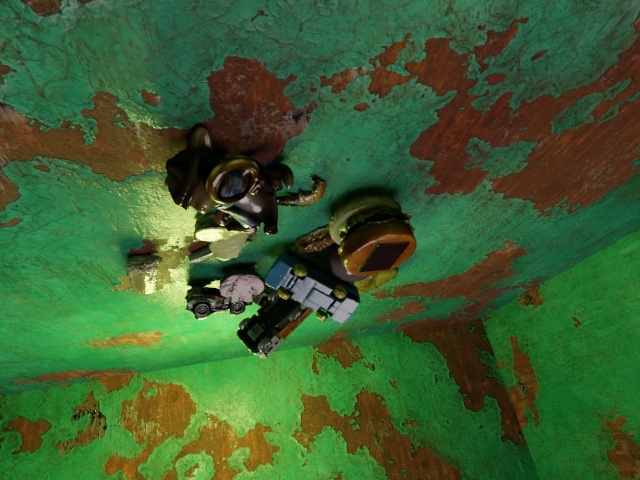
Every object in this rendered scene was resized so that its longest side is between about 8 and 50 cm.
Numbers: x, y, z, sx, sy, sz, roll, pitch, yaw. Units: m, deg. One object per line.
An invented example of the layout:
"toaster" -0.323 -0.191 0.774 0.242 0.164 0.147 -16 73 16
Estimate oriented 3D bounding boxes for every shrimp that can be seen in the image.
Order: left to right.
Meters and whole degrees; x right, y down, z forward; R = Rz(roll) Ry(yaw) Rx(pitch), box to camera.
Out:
"shrimp" -0.069 -0.150 1.267 0.195 0.035 0.148 -7 158 -27

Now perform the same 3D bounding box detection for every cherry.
"cherry" 0.139 0.075 1.657 0.213 0.184 0.266 -12 150 5

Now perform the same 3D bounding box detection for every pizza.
"pizza" 0.000 0.002 1.594 0.246 0.058 0.127 -21 153 13

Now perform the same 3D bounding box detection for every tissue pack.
"tissue pack" -0.260 0.270 1.968 0.090 0.103 0.170 -55 143 3

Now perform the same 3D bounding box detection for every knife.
"knife" -0.367 0.031 1.513 0.265 0.041 0.073 -20 155 18

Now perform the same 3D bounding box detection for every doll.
"doll" -0.229 -0.121 1.061 0.317 0.209 0.339 -31 147 29

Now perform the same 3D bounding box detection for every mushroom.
"mushroom" -0.331 0.179 1.740 0.188 0.117 0.141 2 126 -9

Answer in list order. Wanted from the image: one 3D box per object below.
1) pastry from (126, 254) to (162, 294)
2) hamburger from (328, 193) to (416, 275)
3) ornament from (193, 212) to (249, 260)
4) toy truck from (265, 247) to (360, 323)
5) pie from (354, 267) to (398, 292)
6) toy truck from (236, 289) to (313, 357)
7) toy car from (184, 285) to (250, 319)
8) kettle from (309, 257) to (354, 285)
"pastry" -0.674 0.134 1.549 0.121 0.089 0.258 12 145 -19
"hamburger" 0.172 -0.027 1.404 0.290 0.225 0.291 -11 147 -7
"ornament" -0.312 -0.015 1.376 0.180 0.059 0.201 -15 144 9
"toy truck" -0.031 0.186 1.658 0.384 0.162 0.161 29 113 -12
"pie" 0.256 0.183 2.069 0.306 0.071 0.306 -13 155 -6
"toy truck" -0.186 0.363 1.897 0.387 0.173 0.207 -42 152 -15
"toy car" -0.448 0.255 1.825 0.300 0.118 0.193 -4 -165 -18
"kettle" 0.009 0.167 1.878 0.210 0.160 0.243 6 161 36
